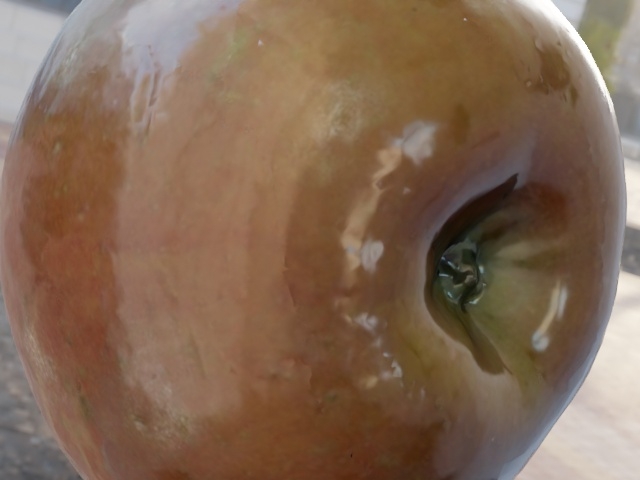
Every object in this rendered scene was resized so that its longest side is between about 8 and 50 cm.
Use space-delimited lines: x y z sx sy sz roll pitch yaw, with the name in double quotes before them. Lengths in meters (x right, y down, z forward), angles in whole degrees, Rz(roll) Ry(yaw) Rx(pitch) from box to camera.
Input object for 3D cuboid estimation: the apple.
"apple" 0.000 0.000 0.572 0.253 0.253 0.253 16 8 -2
